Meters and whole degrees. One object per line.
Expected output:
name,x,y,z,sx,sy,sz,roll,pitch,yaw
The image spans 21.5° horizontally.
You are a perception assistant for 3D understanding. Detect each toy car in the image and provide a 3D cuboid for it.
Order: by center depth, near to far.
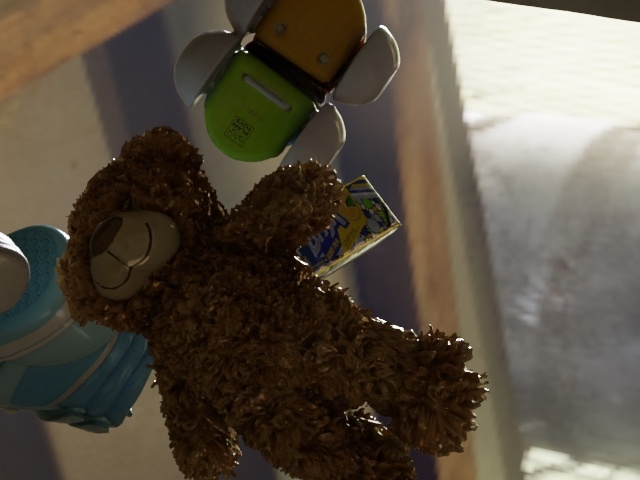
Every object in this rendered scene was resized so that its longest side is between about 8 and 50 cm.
toy car,-0.028,-0.150,1.480,0.182,0.159,0.136,-55,0,5

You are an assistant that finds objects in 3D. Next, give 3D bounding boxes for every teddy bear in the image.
teddy bear,-0.046,0.065,1.173,0.338,0.245,0.113,52,-145,3

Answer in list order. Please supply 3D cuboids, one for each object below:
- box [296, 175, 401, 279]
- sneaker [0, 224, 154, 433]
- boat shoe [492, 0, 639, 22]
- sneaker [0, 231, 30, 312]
box,0.000,0.000,1.453,0.059,0.054,0.169,53,-148,5
sneaker,-0.275,0.116,1.419,0.208,0.319,0.127,39,-141,-46
boat shoe,0.194,-0.198,1.031,0.108,0.301,0.102,-58,-27,-57
sneaker,-0.309,-0.008,1.165,0.212,0.094,0.080,21,-71,-35
